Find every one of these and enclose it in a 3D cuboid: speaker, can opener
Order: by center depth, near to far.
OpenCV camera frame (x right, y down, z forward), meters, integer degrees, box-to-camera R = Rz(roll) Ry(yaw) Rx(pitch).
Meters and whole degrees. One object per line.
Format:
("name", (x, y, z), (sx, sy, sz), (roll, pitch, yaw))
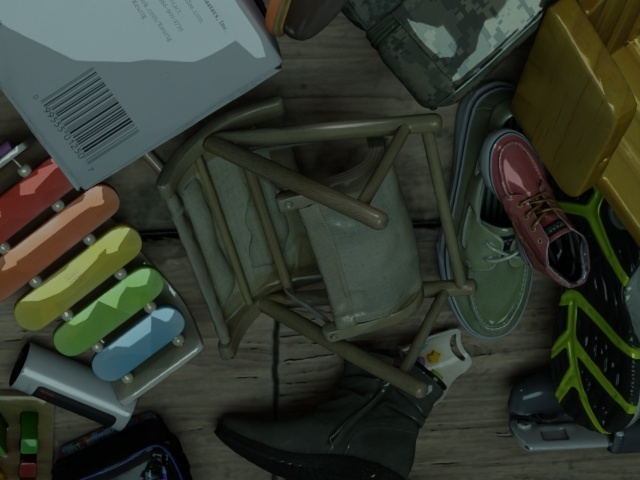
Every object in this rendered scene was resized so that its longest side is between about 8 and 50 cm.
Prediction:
("speaker", (-0.272, 0.160, 1.693), (0.136, 0.055, 0.055), (26, 106, -19))
("can opener", (0.358, 0.198, 1.798), (0.283, 0.076, 0.095), (-3, 126, -9))

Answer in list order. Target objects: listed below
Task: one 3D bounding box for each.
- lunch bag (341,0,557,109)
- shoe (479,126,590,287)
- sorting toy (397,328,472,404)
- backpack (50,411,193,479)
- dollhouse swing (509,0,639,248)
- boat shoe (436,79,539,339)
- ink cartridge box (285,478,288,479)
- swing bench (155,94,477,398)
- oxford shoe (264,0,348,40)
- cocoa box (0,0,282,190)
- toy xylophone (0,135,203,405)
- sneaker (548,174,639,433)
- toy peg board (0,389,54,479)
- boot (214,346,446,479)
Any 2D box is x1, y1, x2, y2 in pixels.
("lunch bag", (0.133, -0.312, 1.476), (0.305, 0.212, 0.256), (-43, 93, 9))
("shoe", (0.225, -0.033, 1.576), (0.063, 0.081, 0.178), (-32, 121, -11))
("sorting toy", (0.134, 0.136, 1.761), (0.075, 0.045, 0.083), (-25, 114, -7))
("backpack", (-0.206, 0.302, 1.730), (0.158, 0.117, 0.173), (-26, 114, 2))
("dollhouse swing", (0.420, -0.147, 1.487), (0.347, 0.315, 0.305), (-35, 76, -13))
("boat shoe", (0.186, -0.021, 1.671), (0.109, 0.094, 0.302), (-6, 114, -7))
("ink cartridge box", (0.061, 0.358, 1.735), (0.193, 0.235, 0.088), (14, 110, -14))
("swing bench", (0.000, 0.000, 1.564), (0.254, 0.165, 0.253), (10, 138, 26))
("oxford shoe", (0.094, -0.297, 1.326), (0.133, 0.130, 0.364), (42, 104, 2))
("cocoa box", (-0.225, -0.271, 1.419), (0.231, 0.228, 0.347), (-32, 114, 7))
("toy xylophone", (-0.240, 0.007, 1.618), (0.236, 0.081, 0.322), (-44, 113, 9))
("sneaker", (0.341, 0.015, 1.711), (0.147, 0.145, 0.385), (-11, 111, -47))
("toy peg board", (-0.378, 0.254, 1.701), (0.161, 0.079, 0.161), (2, 112, -10))
("boot", (0.014, 0.194, 1.733), (0.161, 0.246, 0.083), (-68, 151, -20))
